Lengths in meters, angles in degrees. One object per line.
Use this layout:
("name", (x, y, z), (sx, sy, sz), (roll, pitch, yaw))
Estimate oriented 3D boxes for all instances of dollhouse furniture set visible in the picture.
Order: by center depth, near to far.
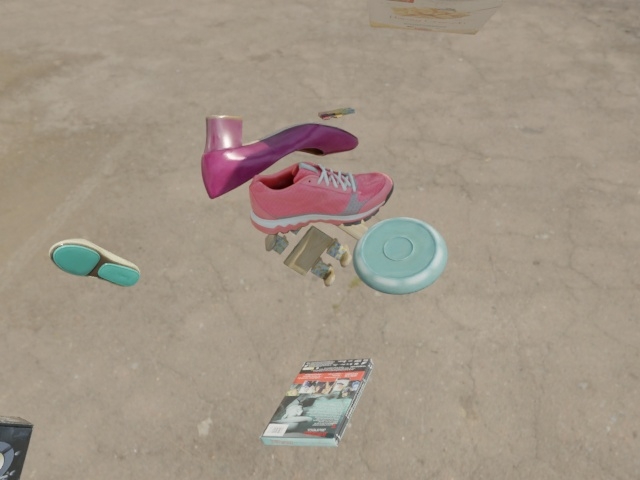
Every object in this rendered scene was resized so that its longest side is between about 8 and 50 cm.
("dollhouse furniture set", (0.000, 0.000, 1.526), (0.212, 0.242, 0.161), (33, 16, -20))

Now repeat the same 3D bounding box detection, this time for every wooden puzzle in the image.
("wooden puzzle", (0.023, -0.192, 0.839), (0.050, 0.006, 0.083), (-12, 19, -4))

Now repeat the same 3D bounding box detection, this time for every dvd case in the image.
("dvd case", (-0.001, 0.168, 0.589), (0.087, 0.013, 0.119), (-10, 22, 28))

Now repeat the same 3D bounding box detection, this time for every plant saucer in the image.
("plant saucer", (0.260, 0.036, 1.852), (0.318, 0.043, 0.317), (-7, 52, 9))

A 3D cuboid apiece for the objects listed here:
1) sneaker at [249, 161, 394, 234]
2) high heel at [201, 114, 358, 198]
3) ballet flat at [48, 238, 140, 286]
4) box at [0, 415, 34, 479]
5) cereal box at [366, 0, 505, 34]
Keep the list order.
("sneaker", (0.001, -0.104, 1.156), (0.314, 0.136, 0.115), (-12, 43, -3))
("high heel", (-0.086, -0.179, 1.283), (0.378, 0.181, 0.127), (0, 1, -20))
("ballet flat", (-0.523, 0.044, 1.280), (0.086, 0.248, 0.086), (-11, 64, 23))
("box", (-0.505, 0.335, 0.769), (0.078, 0.147, 0.180), (-6, 69, 46))
("cereal box", (0.152, -0.333, 0.773), (0.173, 0.047, 0.240), (7, 12, 6))
